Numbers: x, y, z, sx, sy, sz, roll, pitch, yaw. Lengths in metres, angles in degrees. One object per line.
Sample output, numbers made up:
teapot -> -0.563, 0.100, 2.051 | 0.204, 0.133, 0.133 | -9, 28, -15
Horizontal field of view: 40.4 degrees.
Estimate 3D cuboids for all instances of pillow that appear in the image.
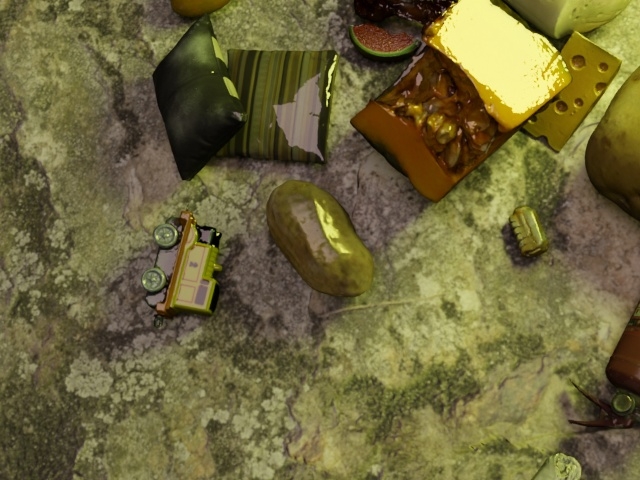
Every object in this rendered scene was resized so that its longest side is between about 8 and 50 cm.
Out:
pillow -> -0.221, -0.254, 1.526 | 0.186, 0.106, 0.250 | -41, 58, 34
pillow -> -0.079, -0.241, 1.546 | 0.212, 0.052, 0.208 | 5, 81, 13

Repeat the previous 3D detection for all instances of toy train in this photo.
toy train -> -0.228, 0.047, 1.481 | 0.127, 0.089, 0.219 | 12, 76, 3

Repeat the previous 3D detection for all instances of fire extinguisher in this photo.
fire extinguisher -> 0.491, 0.147, 1.315 | 0.147, 0.106, 0.337 | 23, 79, 41

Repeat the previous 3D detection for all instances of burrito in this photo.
burrito -> 0.315, 0.404, 1.293 | 0.064, 0.064, 0.203 | 37, 85, 17

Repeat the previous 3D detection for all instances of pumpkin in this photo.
pumpkin -> 0.217, -0.232, 1.377 | 0.225, 0.256, 0.303 | 49, 130, 0

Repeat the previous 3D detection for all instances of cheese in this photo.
cheese -> 0.410, -0.242, 1.447 | 0.093, 0.126, 0.171 | 37, 103, 12

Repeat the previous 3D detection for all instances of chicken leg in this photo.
chicken leg -> 0.195, -0.393, 1.520 | 0.304, 0.113, 0.093 | 14, 104, 21

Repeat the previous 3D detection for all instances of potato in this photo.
potato -> 0.534, -0.131, 1.328 | 0.242, 0.242, 0.285 | -42, 76, -3

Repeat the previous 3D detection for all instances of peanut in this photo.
peanut -> 0.000, 0.000, 1.431 | 0.129, 0.129, 0.224 | -32, 81, 1

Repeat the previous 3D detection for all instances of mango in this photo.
mango -> -0.205, -0.481, 1.621 | 0.111, 0.089, 0.163 | 33, 93, 29

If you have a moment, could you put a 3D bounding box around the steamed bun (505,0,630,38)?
steamed bun -> 0.417, -0.451, 1.429 | 0.250, 0.155, 0.200 | -31, 67, -26

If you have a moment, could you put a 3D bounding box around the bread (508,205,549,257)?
bread -> 0.338, -0.014, 1.417 | 0.049, 0.033, 0.088 | -27, 67, 17

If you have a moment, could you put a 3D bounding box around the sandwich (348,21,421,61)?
sandwich -> 0.109, -0.351, 1.555 | 0.135, 0.029, 0.067 | 19, 73, 16
